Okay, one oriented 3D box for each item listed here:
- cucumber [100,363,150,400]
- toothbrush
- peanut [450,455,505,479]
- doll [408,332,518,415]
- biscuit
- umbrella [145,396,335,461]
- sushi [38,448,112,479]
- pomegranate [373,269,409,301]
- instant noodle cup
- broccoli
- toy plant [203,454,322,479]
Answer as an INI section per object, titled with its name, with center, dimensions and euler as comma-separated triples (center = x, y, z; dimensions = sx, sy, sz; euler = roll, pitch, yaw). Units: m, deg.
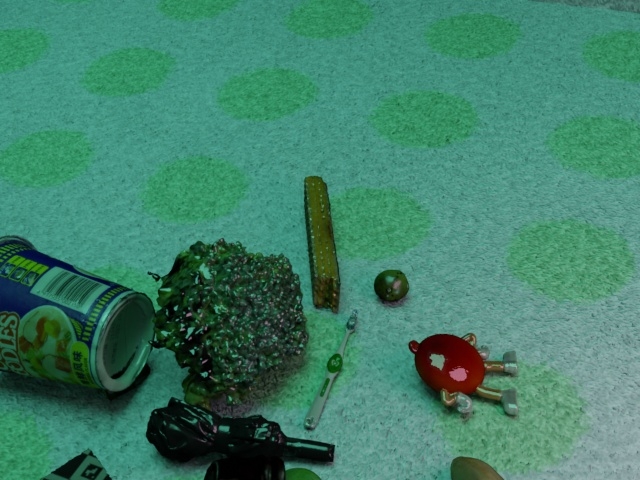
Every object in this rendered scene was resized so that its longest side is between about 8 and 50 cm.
[cucumber]
center = -0.387, 0.263, 2.053
dimensions = 0.107, 0.035, 0.067
euler = -30, 44, -28
[toothbrush]
center = 0.024, 0.248, 2.031
dimensions = 0.030, 0.030, 0.304
euler = 9, 45, 17
[peanut]
center = 0.272, 0.415, 1.761
dimensions = 0.076, 0.076, 0.152
euler = -20, 37, -17
[doll]
center = 0.263, 0.246, 1.962
dimensions = 0.217, 0.085, 0.183
euler = 15, 43, -3
[biscuit]
center = 0.000, 0.000, 2.277
dimensions = 0.054, 0.094, 0.378
euler = -2, 40, -4
[umbrella]
center = -0.143, 0.356, 1.874
dimensions = 0.340, 0.118, 0.118
euler = 9, 41, 3
[sushi]
center = -0.437, 0.522, 1.729
dimensions = 0.294, 0.059, 0.292
euler = -29, 46, -25
[pomegranate]
center = 0.143, 0.093, 2.173
dimensions = 0.073, 0.073, 0.084
euler = -19, 6, -16
[instant noodle cup]
center = -0.494, 0.156, 2.003
dimensions = 0.312, 0.284, 0.284
euler = 13, 43, 22
[broccoli]
center = -0.193, 0.141, 2.017
dimensions = 0.281, 0.293, 0.348
euler = -24, 10, 43
[toy plant]
center = -0.078, 0.448, 1.704
dimensions = 0.235, 0.175, 0.218
euler = 18, 32, -12
